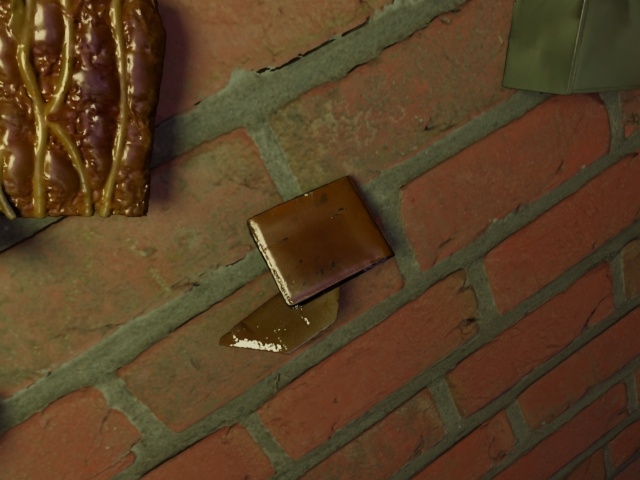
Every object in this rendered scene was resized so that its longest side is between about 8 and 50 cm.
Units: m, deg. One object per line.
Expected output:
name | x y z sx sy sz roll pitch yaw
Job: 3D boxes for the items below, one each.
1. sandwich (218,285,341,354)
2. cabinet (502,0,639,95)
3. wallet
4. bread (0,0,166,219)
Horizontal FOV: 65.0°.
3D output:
sandwich | -0.039 0.125 0.843 0.258 0.094 0.096 -34 81 -9
cabinet | 0.450 -0.332 0.859 0.206 0.145 0.150 -10 115 -22
wallet | -0.001 0.000 0.806 0.196 0.042 0.160 -28 89 -13
bread | -0.284 -0.166 0.581 0.185 0.114 0.274 -4 112 -40
